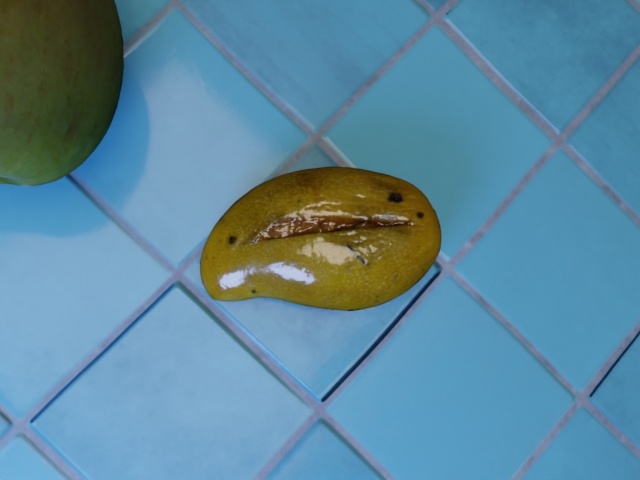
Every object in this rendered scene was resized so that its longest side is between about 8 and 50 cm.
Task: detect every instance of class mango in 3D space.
[{"bbox_3d":[0.002,-0.001,0.742,0.294,0.120,0.177,-5,82,-10],"label":"mango"}]

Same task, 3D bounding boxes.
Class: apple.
[{"bbox_3d":[-0.374,-0.195,0.610,0.338,0.338,0.305,-11,100,-11],"label":"apple"}]
